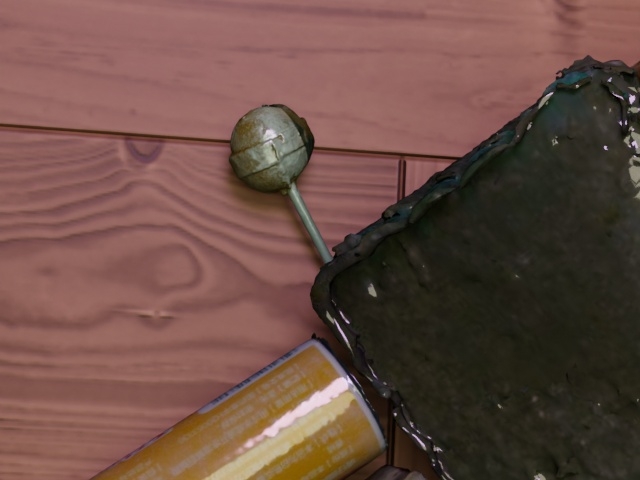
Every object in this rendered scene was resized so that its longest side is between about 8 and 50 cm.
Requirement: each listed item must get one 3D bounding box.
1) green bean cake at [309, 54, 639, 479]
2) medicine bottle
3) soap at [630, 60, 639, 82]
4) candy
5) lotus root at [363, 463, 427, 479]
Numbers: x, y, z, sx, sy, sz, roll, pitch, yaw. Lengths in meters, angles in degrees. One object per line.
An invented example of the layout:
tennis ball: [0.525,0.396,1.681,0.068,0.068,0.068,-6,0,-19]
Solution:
green bean cake: [0.155,0.040,0.888,0.255,0.132,0.241,-40,84,30]
medicine bottle: [-0.155,0.210,0.893,0.426,0.108,0.108,-32,89,-10]
soap: [0.300,-0.103,0.908,0.174,0.274,0.089,-10,86,-10]
candy: [0.000,0.000,0.974,0.061,0.061,0.202,-29,97,-10]
lotus root: [0.036,0.323,0.890,0.260,0.149,0.267,-43,97,-14]
